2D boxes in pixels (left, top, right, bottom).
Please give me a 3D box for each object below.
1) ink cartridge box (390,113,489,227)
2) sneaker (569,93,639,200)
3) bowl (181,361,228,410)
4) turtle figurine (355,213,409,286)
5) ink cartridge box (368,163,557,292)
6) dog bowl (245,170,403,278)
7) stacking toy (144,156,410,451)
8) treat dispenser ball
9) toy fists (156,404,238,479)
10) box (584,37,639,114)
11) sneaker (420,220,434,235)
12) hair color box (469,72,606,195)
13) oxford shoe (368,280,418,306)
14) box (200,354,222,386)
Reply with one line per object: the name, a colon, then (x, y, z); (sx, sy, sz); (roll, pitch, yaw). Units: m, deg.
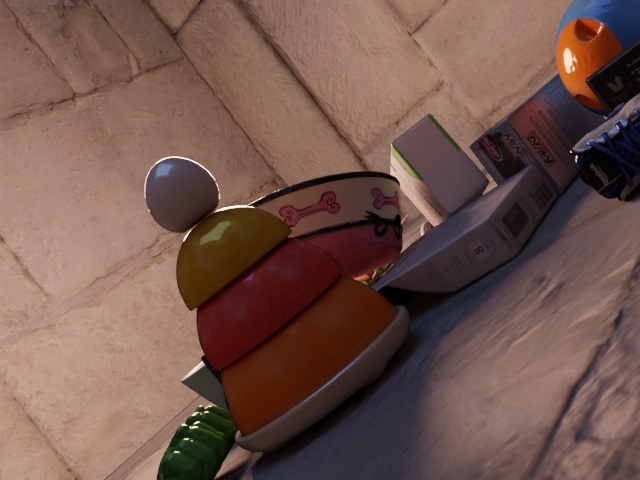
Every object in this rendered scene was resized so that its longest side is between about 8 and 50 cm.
ink cartridge box: (0.259, -0.140, 1.834); (0.114, 0.198, 0.273); (-39, -10, -2)
sneaker: (0.462, -0.146, 1.144); (0.182, 0.127, 0.315); (-42, -5, -23)
bowl: (-0.149, 0.286, 1.875); (0.311, 0.163, 0.311); (-37, 0, 0)
turtle figurine: (0.073, 0.072, 2.016); (0.266, 0.197, 0.275); (-54, -23, -30)
ink cartridge box: (0.247, 0.028, 1.572); (0.385, 0.091, 0.308); (-38, 2, 36)
dog bowl: (0.000, 0.000, 1.795); (0.407, 0.150, 0.408); (-15, -15, -4)
stacking toy: (-0.116, 0.065, 1.338); (0.350, 0.480, 0.350); (-38, 0, 0)
treat dispenser ball: (0.611, -0.382, 1.610); (0.288, 0.288, 0.288); (-38, 0, 0)
toy fists: (-0.206, 0.354, 1.356); (0.142, 0.096, 0.279); (-56, -2, 6)
box: (0.562, -0.260, 1.390); (0.156, 0.158, 0.093); (-37, 0, 17)
sneaker: (0.346, -0.050, 2.152); (0.118, 0.083, 0.222); (-37, 0, 32)
hair color box: (0.483, -0.219, 1.754); (0.113, 0.185, 0.374); (-37, 1, 42)
oxford shoe: (0.159, 0.111, 1.733); (0.212, 0.076, 0.076); (-27, -9, -13)
box: (-0.094, 0.234, 1.593); (0.231, 0.183, 0.056); (-37, 0, 24)
